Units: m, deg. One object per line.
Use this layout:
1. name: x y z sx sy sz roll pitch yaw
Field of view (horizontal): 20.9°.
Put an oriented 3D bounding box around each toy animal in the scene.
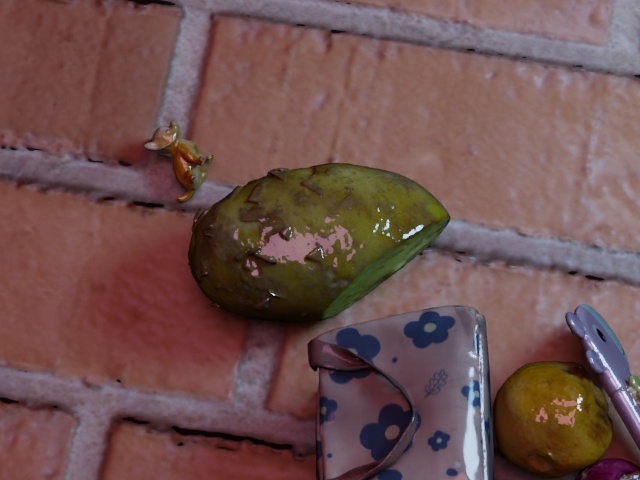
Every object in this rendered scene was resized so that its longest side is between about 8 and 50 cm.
1. toy animal: -0.171 -0.095 2.024 0.083 0.060 0.081 26 105 12

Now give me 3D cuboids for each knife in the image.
1. knife: 0.372 0.237 1.839 0.038 0.132 0.399 -34 72 23

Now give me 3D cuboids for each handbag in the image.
1. handbag: 0.084 0.207 1.813 0.193 0.190 0.252 -1 59 3

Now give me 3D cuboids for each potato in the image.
1. potato: 0.000 0.000 1.926 0.298 0.141 0.176 -14 76 -5

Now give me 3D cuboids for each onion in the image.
1. onion: 0.315 0.277 1.827 0.107 0.097 0.107 9 49 -11

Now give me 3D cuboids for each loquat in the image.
1. loquat: 0.248 0.188 1.855 0.137 0.113 0.137 -11 32 7
